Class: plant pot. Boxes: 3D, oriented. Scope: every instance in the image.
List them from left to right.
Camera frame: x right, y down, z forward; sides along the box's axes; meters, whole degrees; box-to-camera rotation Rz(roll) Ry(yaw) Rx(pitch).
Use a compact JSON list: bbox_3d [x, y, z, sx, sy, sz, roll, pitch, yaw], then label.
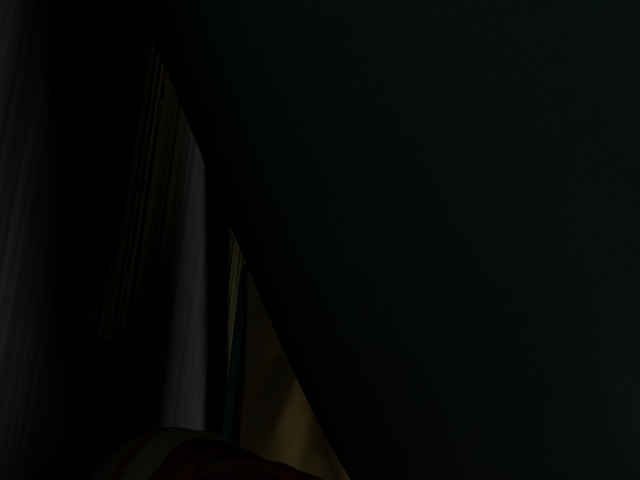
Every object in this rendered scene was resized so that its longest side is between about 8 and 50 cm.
[{"bbox_3d":[0.119,-0.002,0.549,0.293,0.293,0.235,-43,117,-82],"label":"plant pot"}]

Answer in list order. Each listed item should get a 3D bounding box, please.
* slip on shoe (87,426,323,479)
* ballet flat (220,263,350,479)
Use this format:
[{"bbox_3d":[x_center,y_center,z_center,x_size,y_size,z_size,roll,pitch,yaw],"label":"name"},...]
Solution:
[{"bbox_3d":[-0.016,0.104,0.471,0.331,0.101,0.123,61,30,-82],"label":"slip on shoe"},{"bbox_3d":[0.000,0.000,0.737,0.080,0.073,0.232,-53,144,-77],"label":"ballet flat"}]
